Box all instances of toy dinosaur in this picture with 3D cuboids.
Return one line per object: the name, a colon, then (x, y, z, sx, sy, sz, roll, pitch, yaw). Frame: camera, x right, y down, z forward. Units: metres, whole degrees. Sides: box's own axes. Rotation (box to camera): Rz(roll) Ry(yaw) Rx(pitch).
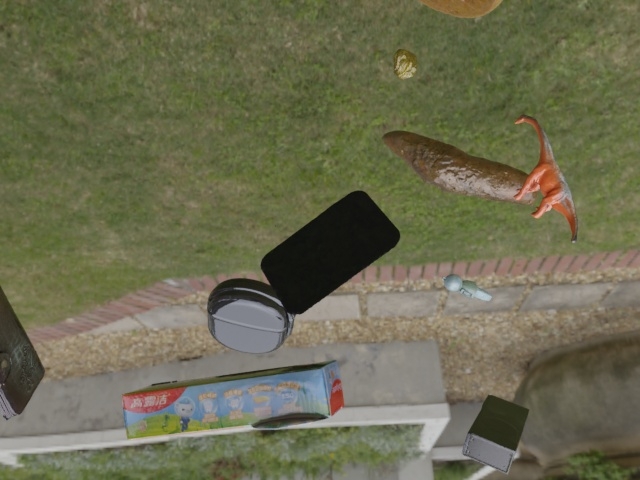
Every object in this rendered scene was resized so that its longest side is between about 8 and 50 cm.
toy dinosaur: (0.381, -0.106, 1.050, 0.055, 0.279, 0.101, 18, 130, -44)

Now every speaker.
speaker: (0.309, 0.331, 1.063, 0.082, 0.044, 0.218, 18, -170, 23)

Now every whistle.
whistle: (0.278, 0.091, 1.161, 0.100, 0.035, 0.035, 23, 152, 2)

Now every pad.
pad: (-0.012, -0.017, 1.194, 0.250, 0.323, 0.055, -36, 122, 0)

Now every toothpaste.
toothpaste: (-0.082, 0.142, 0.535, 0.194, 0.044, 0.070, -11, 173, 14)

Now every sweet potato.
sweet potato: (0.265, -0.141, 1.214, 0.342, 0.114, 0.092, 24, 116, 16)

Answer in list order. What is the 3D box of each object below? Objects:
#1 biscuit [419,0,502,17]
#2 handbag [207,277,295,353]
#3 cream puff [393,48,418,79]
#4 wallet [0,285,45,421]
biscuit: (0.123, -0.348, 0.668, 0.202, 0.044, 0.288, 37, 177, 19)
handbag: (-0.202, 0.225, 1.745, 0.254, 0.093, 0.308, 13, 141, 0)
cream puff: (0.202, -0.427, 1.476, 0.083, 0.083, 0.058, 22, 135, -39)
wallet: (-0.524, 0.183, 1.011, 0.031, 0.122, 0.232, -1, 127, 4)
